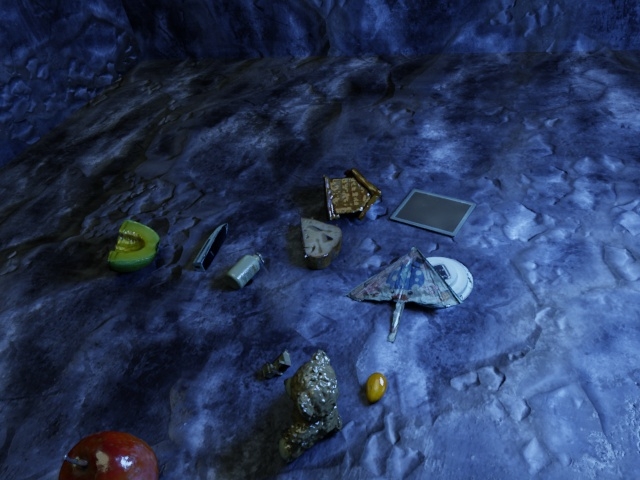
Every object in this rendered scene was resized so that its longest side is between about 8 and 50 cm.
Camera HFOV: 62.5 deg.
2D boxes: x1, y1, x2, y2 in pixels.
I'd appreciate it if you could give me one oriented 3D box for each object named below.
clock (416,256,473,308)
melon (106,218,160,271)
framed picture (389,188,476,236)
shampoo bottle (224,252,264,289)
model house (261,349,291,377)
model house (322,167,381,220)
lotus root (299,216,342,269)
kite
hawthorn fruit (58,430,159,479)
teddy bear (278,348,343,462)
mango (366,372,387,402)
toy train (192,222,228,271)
[{"bbox_3d":[0.387,0.125,1.758,0.236,0.053,0.236,-8,41,7],"label":"clock"},{"bbox_3d":[-0.726,0.052,2.083,0.169,0.129,0.265,9,36,-9],"label":"melon"},{"bbox_3d":[0.436,-0.110,2.044,0.274,0.017,0.217,19,50,32],"label":"framed picture"},{"bbox_3d":[-0.272,0.102,1.929,0.079,0.079,0.162,17,49,30],"label":"shampoo bottle"},{"bbox_3d":[-0.133,0.373,1.595,0.083,0.057,0.058,-49,37,26],"label":"model house"},{"bbox_3d":[0.125,-0.181,2.102,0.229,0.220,0.199,-3,-1,3],"label":"model house"},{"bbox_3d":[0.000,0.000,1.984,0.170,0.074,0.261,-6,39,6],"label":"lotus root"},{"bbox_3d":[0.268,0.167,1.719,0.406,0.014,0.368,1,53,29],"label":"kite"},{"bbox_3d":[-0.536,0.584,1.332,0.235,0.263,0.231,-11,8,44],"label":"hawthorn fruit"},{"bbox_3d":[-0.023,0.417,1.371,0.156,0.256,0.267,4,43,11],"label":"teddy bear"},{"bbox_3d":[0.155,0.415,1.487,0.060,0.046,0.089,10,57,27],"label":"mango"},{"bbox_3d":[-0.430,0.018,2.090,0.048,0.055,0.252,-4,39,24],"label":"toy train"}]
